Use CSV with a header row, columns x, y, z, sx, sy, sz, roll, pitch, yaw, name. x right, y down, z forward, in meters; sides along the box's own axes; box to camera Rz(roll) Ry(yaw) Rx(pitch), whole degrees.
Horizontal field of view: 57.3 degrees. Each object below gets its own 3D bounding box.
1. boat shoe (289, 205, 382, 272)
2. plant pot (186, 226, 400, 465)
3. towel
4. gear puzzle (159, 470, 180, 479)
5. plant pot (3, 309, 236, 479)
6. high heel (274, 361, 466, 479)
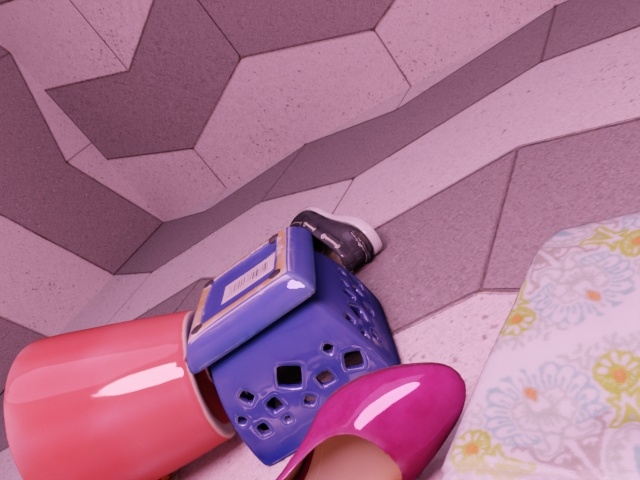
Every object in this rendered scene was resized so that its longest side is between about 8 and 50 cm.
x,y,z,sx,sy,sz,roll,pitch,yaw,name
0.000,0.000,1.183,0.091,0.114,0.302,-40,18,-21,boat shoe
-0.048,0.128,0.838,0.236,0.212,0.236,-35,19,11,plant pot
0.297,0.090,0.501,0.321,0.090,0.374,-12,32,50,towel
-0.296,0.377,0.967,0.175,0.044,0.339,-30,21,22,gear puzzle
-0.267,0.232,0.863,0.243,0.275,0.275,-21,21,4,plant pot
0.000,0.273,0.557,0.377,0.127,0.181,-48,6,17,high heel
